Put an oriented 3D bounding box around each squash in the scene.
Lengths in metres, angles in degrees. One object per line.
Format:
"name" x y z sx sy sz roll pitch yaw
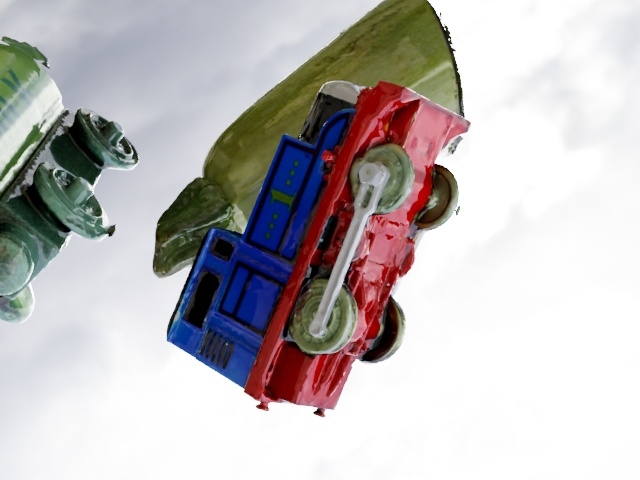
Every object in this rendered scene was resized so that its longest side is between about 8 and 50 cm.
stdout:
"squash" 0.002 -0.066 0.865 0.287 0.137 0.137 -39 -157 -34

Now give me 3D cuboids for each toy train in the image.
"toy train" 0.000 0.000 0.744 0.131 0.082 0.204 26 -85 38
"toy train" -0.208 -0.054 0.790 0.105 0.157 0.253 -43 -165 16
